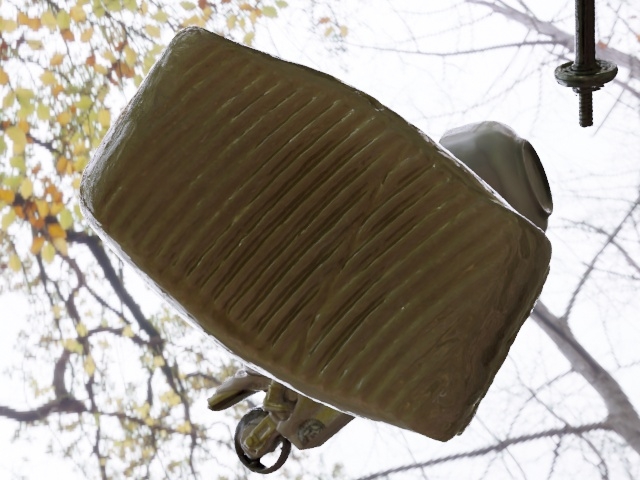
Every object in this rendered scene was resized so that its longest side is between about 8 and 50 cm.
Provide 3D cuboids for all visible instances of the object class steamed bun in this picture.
[{"bbox_3d":[-0.003,-0.002,0.820,0.383,0.236,0.247,30,-91,6],"label":"steamed bun"}]

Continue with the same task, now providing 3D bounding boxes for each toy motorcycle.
[{"bbox_3d":[-0.023,0.171,1.286,0.341,0.223,0.108,-41,-23,20],"label":"toy motorcycle"}]

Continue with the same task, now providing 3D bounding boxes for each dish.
[{"bbox_3d":[0.290,-0.083,1.455,0.117,0.256,0.256,-19,-55,26],"label":"dish"}]

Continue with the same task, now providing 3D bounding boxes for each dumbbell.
[{"bbox_3d":[0.328,-0.262,1.135,0.081,0.081,0.254,-14,-63,-11],"label":"dumbbell"}]
